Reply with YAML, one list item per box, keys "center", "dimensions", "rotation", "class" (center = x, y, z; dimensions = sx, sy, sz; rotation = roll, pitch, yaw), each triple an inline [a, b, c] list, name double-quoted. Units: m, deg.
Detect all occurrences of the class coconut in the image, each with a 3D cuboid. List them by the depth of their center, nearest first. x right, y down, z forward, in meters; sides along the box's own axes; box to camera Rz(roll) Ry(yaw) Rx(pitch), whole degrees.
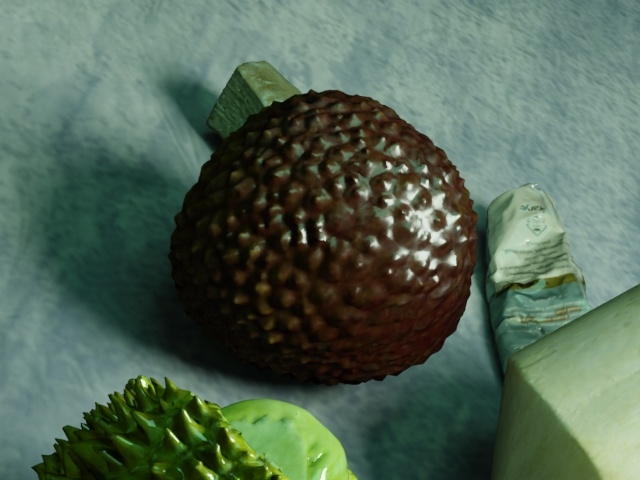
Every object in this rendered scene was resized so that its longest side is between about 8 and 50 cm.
- center: [0.201, 0.131, 1.097]
  dimensions: [0.202, 0.222, 0.202]
  rotation: [59, 1, -1]
  class: "coconut"

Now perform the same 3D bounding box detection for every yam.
- center: [-0.005, -0.051, 1.261]
  dimensions: [0.169, 0.068, 0.068]
  rotation: [44, 35, 17]
  class: "yam"

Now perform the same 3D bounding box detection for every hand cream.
- center: [0.156, 0.055, 1.289]
  dimensions: [0.075, 0.052, 0.248]
  rotation: [-2, 48, -4]
  class: "hand cream"

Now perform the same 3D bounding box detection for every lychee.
- center: [0.007, 0.000, 1.108]
  dimensions: [0.194, 0.194, 0.194]
  rotation: [22, 36, -17]
  class: "lychee"

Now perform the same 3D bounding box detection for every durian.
- center: [-0.049, 0.160, 0.835]
  dimensions: [0.200, 0.176, 0.237]
  rotation: [21, -1, -15]
  class: "durian"
